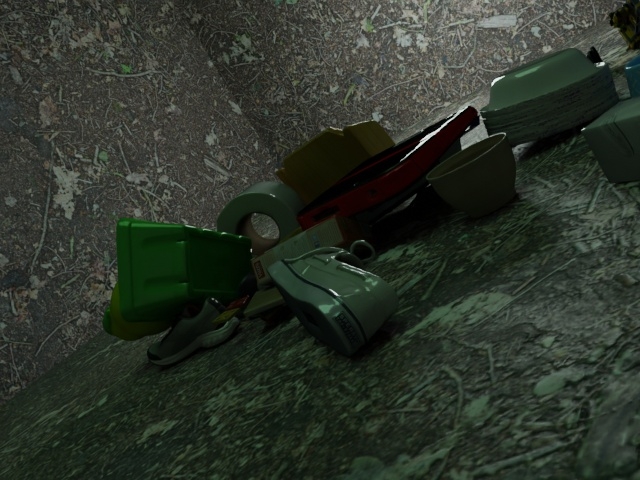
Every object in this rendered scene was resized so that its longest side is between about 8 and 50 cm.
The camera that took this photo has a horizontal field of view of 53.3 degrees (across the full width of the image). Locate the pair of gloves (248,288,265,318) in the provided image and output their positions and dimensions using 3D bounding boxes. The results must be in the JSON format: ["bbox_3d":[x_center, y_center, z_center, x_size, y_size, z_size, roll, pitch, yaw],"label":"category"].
[{"bbox_3d":[-0.134,0.143,1.459,0.074,0.010,0.083,-21,37,36],"label":"pair of gloves"}]

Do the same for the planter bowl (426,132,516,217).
[{"bbox_3d":[0.292,-0.110,1.174,0.162,0.109,0.162,-30,9,5],"label":"planter bowl"}]

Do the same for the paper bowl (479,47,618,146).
[{"bbox_3d":[0.497,-0.327,1.422,0.284,0.148,0.284,-23,10,4],"label":"paper bowl"}]

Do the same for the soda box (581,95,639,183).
[{"bbox_3d":[0.481,-0.149,0.809,0.091,0.098,0.286,-35,11,-18],"label":"soda box"}]

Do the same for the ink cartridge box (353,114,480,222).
[{"bbox_3d":[0.242,-0.161,1.539,0.371,0.069,0.176,-37,-6,13],"label":"ink cartridge box"}]

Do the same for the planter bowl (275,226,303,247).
[{"bbox_3d":[0.000,0.000,1.600,0.217,0.090,0.217,-31,9,5],"label":"planter bowl"}]

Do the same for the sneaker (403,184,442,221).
[{"bbox_3d":[0.267,-0.109,1.447,0.170,0.051,0.089,-34,8,17],"label":"sneaker"}]

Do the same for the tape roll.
[{"bbox_3d":[-0.164,-0.041,1.872,0.246,0.246,0.169,-29,9,16],"label":"tape roll"}]

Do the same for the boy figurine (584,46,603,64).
[{"bbox_3d":[0.646,-0.439,1.802,0.285,0.092,0.177,-26,11,36],"label":"boy figurine"}]

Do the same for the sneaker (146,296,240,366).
[{"bbox_3d":[-0.306,0.207,1.469,0.272,0.108,0.100,-28,12,29],"label":"sneaker"}]

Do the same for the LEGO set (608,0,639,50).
[{"bbox_3d":[0.861,-0.521,1.454,0.331,0.192,0.255,-27,-19,10],"label":"LEGO set"}]

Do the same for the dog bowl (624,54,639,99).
[{"bbox_3d":[0.730,-0.368,1.218,0.297,0.074,0.166,-27,11,32],"label":"dog bowl"}]

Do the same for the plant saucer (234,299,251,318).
[{"bbox_3d":[-0.166,0.159,1.536,0.192,0.018,0.067,-25,12,31],"label":"plant saucer"}]

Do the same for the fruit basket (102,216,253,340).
[{"bbox_3d":[-0.393,0.102,1.599,0.392,0.282,0.392,-5,-9,-1],"label":"fruit basket"}]

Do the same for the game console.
[{"bbox_3d":[0.142,-0.152,1.446,0.342,0.060,0.387,-40,11,-38],"label":"game console"}]

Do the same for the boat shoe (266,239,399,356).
[{"bbox_3d":[0.026,0.068,1.036,0.157,0.135,0.367,-34,13,-13],"label":"boat shoe"}]

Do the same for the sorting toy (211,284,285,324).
[{"bbox_3d":[-0.088,0.127,1.324,0.275,0.046,0.132,-22,11,10],"label":"sorting toy"}]

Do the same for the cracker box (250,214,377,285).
[{"bbox_3d":[-0.014,0.028,1.391,0.232,0.067,0.156,-28,-17,25],"label":"cracker box"}]

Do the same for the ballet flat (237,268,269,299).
[{"bbox_3d":[-0.130,0.091,1.624,0.074,0.074,0.203,-25,6,35],"label":"ballet flat"}]

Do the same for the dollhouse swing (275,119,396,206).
[{"bbox_3d":[0.123,-0.248,1.950,0.347,0.315,0.305,-25,21,48],"label":"dollhouse swing"}]
